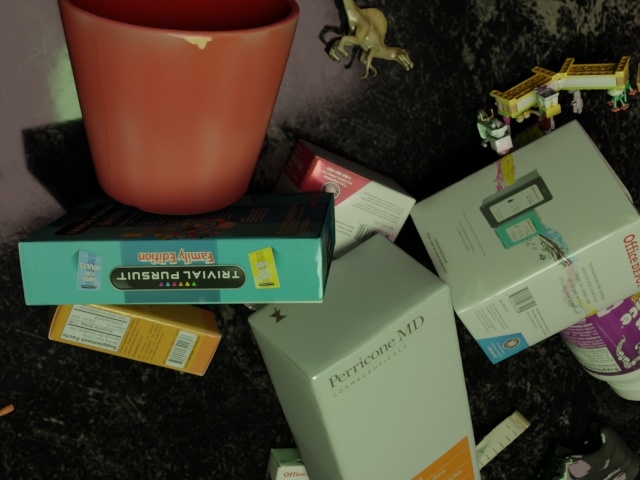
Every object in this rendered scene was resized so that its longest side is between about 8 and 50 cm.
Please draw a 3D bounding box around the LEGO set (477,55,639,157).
[{"bbox_3d":[0.369,-0.192,1.326,0.287,0.132,0.107,-17,124,2],"label":"LEGO set"}]

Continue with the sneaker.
[{"bbox_3d":[0.441,0.440,1.648,0.286,0.109,0.130,-40,109,-7],"label":"sneaker"}]

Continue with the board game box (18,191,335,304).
[{"bbox_3d":[-0.156,0.005,1.106,0.336,0.254,0.079,-1,104,5],"label":"board game box"}]

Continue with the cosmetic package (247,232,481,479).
[{"bbox_3d":[0.081,0.241,1.309,0.230,0.161,0.453,-33,133,-18],"label":"cosmetic package"}]

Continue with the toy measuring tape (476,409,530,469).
[{"bbox_3d":[0.232,0.423,1.574,0.330,0.121,0.121,-37,120,-20],"label":"toy measuring tape"}]

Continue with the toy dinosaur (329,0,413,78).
[{"bbox_3d":[0.052,-0.286,1.235,0.092,0.053,0.183,-52,126,-9],"label":"toy dinosaur"}]

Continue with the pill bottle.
[{"bbox_3d":[0.472,0.123,1.471,0.169,0.169,0.301,-40,118,1],"label":"pill bottle"}]

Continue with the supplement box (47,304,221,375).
[{"bbox_3d":[-0.265,0.119,1.281,0.233,0.078,0.080,20,108,-24],"label":"supplement box"}]

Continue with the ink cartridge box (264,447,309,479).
[{"bbox_3d":[-0.041,0.413,1.491,0.099,0.056,0.135,4,111,-21],"label":"ink cartridge box"}]

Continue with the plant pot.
[{"bbox_3d":[-0.174,-0.181,1.095,0.275,0.275,0.243,-3,123,-17],"label":"plant pot"}]

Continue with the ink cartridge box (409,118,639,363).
[{"bbox_3d":[0.306,0.006,1.289,0.270,0.197,0.198,-28,143,10],"label":"ink cartridge box"}]

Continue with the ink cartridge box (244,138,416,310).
[{"bbox_3d":[0.000,0.000,1.302,0.172,0.100,0.237,22,104,-25],"label":"ink cartridge box"}]

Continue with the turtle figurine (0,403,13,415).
[{"bbox_3d":[-0.562,0.177,1.203,0.270,0.087,0.217,-9,108,-10],"label":"turtle figurine"}]
